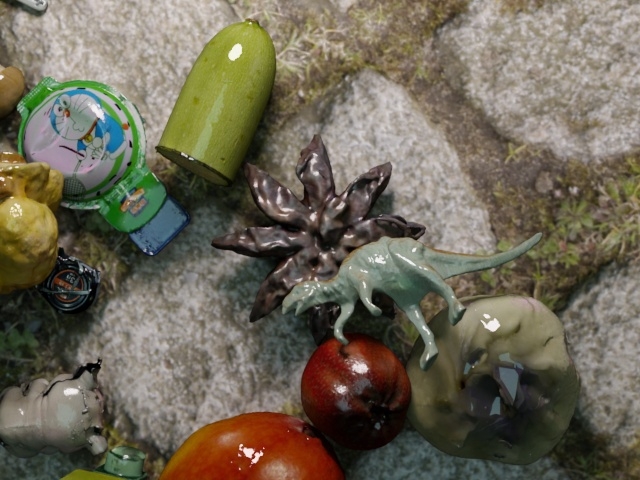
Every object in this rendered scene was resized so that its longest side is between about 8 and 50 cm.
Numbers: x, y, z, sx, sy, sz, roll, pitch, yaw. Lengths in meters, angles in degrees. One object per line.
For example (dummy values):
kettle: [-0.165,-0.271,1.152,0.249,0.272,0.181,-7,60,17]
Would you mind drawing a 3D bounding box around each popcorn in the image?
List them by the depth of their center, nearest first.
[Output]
popcorn: [-0.476,-0.011,1.566,0.191,0.190,0.253,2,131,-28]

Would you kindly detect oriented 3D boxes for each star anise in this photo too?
star anise: [-0.002,-0.001,1.614,0.332,0.117,0.331,0,86,-4]

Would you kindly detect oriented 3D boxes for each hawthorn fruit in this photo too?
hawthorn fruit: [0.045,0.220,1.587,0.169,0.188,0.169,-8,110,-22]

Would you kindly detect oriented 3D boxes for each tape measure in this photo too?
tape measure: [-0.393,0.070,1.663,0.094,0.054,0.091,35,93,9]

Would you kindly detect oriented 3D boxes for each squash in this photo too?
squash: [-0.143,-0.217,1.617,0.132,0.132,0.247,25,85,2]

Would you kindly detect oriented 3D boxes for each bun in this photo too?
bun: [0.255,0.207,1.580,0.273,0.168,0.273,1,96,10]

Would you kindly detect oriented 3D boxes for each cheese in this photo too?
cheese: [-0.338,-0.118,1.646,0.204,0.083,0.320,-44,87,2]

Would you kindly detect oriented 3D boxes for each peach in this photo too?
peach: [-0.103,0.370,1.560,0.281,0.238,0.281,-14,50,17]

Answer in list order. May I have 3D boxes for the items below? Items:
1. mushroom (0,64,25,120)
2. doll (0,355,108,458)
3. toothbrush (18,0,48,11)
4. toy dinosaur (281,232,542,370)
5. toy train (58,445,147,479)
mushroom: [-0.606,-0.321,1.644,0.350,0.128,0.128,44,92,-2]
doll: [-0.414,0.268,1.644,0.192,0.095,0.149,-11,87,5]
toothbrush: [-0.572,-0.431,1.690,0.304,0.030,0.030,24,91,0]
toy dinosaur: [0.149,0.061,1.518,0.393,0.092,0.205,-30,59,-7]
toy train: [-0.344,0.506,1.561,0.160,0.253,0.397,13,89,4]
